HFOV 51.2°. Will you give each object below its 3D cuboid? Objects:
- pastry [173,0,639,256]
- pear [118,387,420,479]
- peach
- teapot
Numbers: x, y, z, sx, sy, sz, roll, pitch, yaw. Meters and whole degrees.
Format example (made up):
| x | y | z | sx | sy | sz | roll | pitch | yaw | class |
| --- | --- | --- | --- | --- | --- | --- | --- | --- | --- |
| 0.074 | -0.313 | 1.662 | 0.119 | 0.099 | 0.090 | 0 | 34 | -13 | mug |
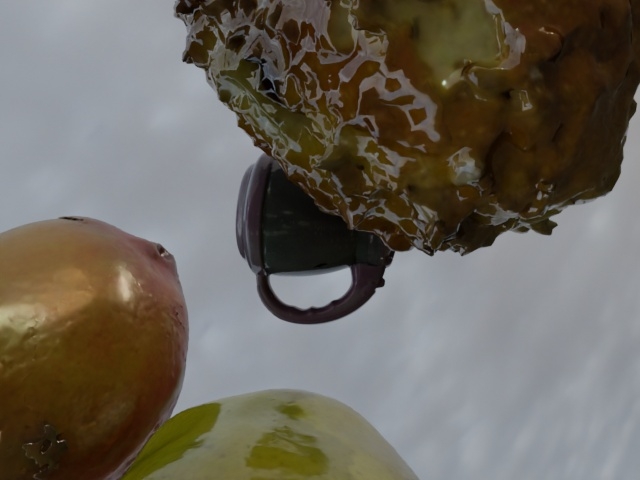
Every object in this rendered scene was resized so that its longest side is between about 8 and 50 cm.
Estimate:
| x | y | z | sx | sy | sz | roll | pitch | yaw | class |
| --- | --- | --- | --- | --- | --- | --- | --- | --- | --- |
| 0.073 | -0.198 | 0.487 | 0.405 | 0.337 | 0.292 | -63 | 1 | -14 | pastry |
| -0.044 | 0.314 | 0.506 | 0.362 | 0.418 | 0.362 | -1 | -50 | -2 | pear |
| -0.323 | 0.136 | 0.792 | 0.290 | 0.372 | 0.373 | 37 | -102 | -28 | peach |
| 0.000 | -0.007 | 0.606 | 0.116 | 0.146 | 0.148 | 84 | -166 | -58 | teapot |
